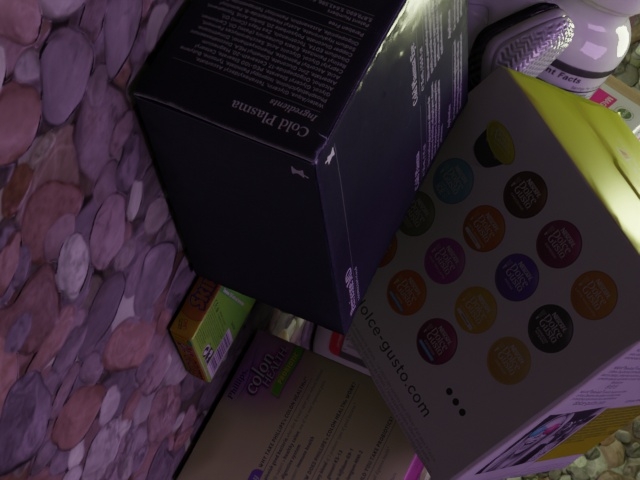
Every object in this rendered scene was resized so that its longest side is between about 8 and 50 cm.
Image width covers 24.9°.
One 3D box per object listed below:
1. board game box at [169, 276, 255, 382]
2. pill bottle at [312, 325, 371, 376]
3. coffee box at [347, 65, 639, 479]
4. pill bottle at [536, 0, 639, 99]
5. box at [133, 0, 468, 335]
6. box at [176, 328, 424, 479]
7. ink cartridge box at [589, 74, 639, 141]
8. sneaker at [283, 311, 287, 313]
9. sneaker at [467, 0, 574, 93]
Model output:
[{"bbox_3d":[-0.080,0.018,1.574,0.259,0.039,0.124,-59,162,-21],"label":"board game box"},{"bbox_3d":[0.165,0.154,2.026,0.176,0.318,0.176,-59,162,-31],"label":"pill bottle"},{"bbox_3d":[0.250,0.049,1.680,0.334,0.338,0.338,-41,156,23],"label":"coffee box"},{"bbox_3d":[0.255,-0.242,1.816,0.363,0.210,0.210,-53,176,37],"label":"pill bottle"},{"bbox_3d":[0.000,-0.137,1.376,0.343,0.179,0.312,80,34,-61],"label":"box"},{"bbox_3d":[-0.011,0.260,1.728,0.117,0.243,0.213,84,31,-63],"label":"box"},{"bbox_3d":[0.352,-0.167,2.115,0.234,0.193,0.088,-40,158,-39],"label":"ink cartridge box"},{"bbox_3d":[0.000,0.000,1.752,0.188,0.066,0.071,-62,162,-23],"label":"sneaker"},{"bbox_3d":[0.094,-0.209,1.683,0.366,0.210,0.137,-36,170,15],"label":"sneaker"}]
